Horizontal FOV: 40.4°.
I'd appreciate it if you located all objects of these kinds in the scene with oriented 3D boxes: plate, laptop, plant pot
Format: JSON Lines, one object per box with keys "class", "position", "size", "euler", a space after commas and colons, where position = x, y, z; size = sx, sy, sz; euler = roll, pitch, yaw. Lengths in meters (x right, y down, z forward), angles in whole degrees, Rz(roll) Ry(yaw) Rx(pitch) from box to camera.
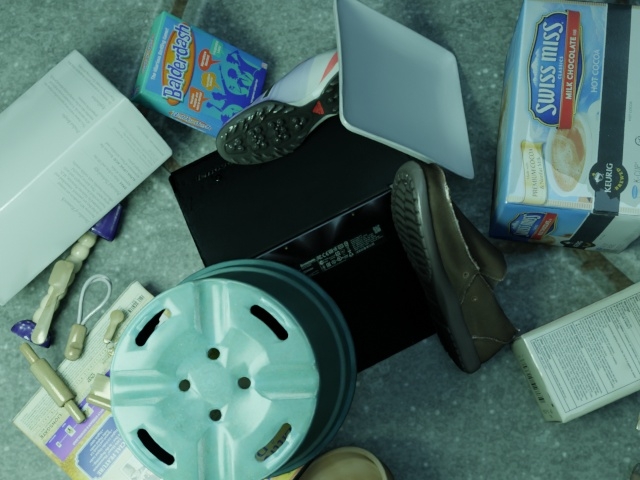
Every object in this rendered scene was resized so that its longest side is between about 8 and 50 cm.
{"class": "plate", "position": [0.127, -0.246, 1.430], "size": [0.278, 0.045, 0.277], "euler": [19, 54, -32]}
{"class": "laptop", "position": [0.000, 0.000, 1.494], "size": [0.382, 0.236, 0.408], "euler": [-27, 106, -2]}
{"class": "plant pot", "position": [0.041, 0.444, 1.320], "size": [0.110, 0.237, 0.237], "euler": [42, 81, -30]}
{"class": "plant pot", "position": [-0.120, 0.185, 1.180], "size": [0.341, 0.334, 0.341], "euler": [0, 86, 2]}

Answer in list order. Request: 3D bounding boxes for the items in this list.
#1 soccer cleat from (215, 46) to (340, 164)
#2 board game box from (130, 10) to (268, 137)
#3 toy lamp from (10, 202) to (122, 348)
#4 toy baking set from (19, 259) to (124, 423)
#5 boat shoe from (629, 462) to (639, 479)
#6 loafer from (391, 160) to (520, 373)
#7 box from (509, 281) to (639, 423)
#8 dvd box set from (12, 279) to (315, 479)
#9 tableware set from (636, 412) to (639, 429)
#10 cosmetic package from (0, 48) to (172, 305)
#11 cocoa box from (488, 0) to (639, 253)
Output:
{"class": "soccer cleat", "position": [-0.048, -0.237, 1.493], "size": [0.318, 0.108, 0.116], "euler": [-33, 40, -12]}
{"class": "board game box", "position": [-0.202, -0.272, 1.483], "size": [0.210, 0.047, 0.160], "euler": [21, 69, -29]}
{"class": "toy lamp", "position": [-0.423, 0.048, 1.479], "size": [0.080, 0.080, 0.275], "euler": [26, 83, 9]}
{"class": "toy baking set", "position": [-0.383, 0.164, 1.412], "size": [0.256, 0.030, 0.197], "euler": [44, 78, 10]}
{"class": "boat shoe", "position": [0.588, 0.401, 1.338], "size": [0.223, 0.080, 0.073], "euler": [13, 84, 11]}
{"class": "loafer", "position": [0.214, 0.029, 1.358], "size": [0.130, 0.134, 0.366], "euler": [-25, 115, -8]}
{"class": "box", "position": [0.440, 0.176, 1.372], "size": [0.232, 0.127, 0.148], "euler": [-23, 78, -2]}
{"class": "dvd box set", "position": [-0.243, 0.308, 1.398], "size": [0.420, 0.062, 0.307], "euler": [37, 81, 16]}
{"class": "tableware set", "position": [0.599, 0.283, 1.374], "size": [0.168, 0.020, 0.141], "euler": [36, 87, 24]}
{"class": "cosmetic package", "position": [-0.466, -0.108, 1.440], "size": [0.385, 0.156, 0.217], "euler": [-43, 50, -4]}
{"class": "cocoa box", "position": [0.407, -0.179, 1.398], "size": [0.228, 0.231, 0.347], "euler": [7, 78, 6]}
